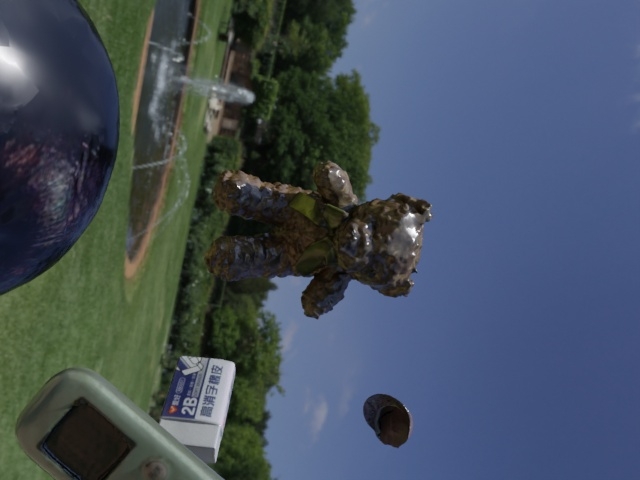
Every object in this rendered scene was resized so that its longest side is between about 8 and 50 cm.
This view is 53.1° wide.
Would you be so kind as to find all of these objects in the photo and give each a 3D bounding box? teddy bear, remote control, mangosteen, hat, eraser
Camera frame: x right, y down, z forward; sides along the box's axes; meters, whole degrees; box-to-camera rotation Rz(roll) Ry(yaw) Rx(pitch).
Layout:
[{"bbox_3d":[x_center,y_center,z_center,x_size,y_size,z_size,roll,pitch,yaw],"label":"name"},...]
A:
[{"bbox_3d":[-0.008,-0.001,0.983,0.222,0.295,0.247,-170,-94,-65],"label":"teddy bear"},{"bbox_3d":[-0.102,0.218,0.505,0.090,0.309,0.038,-47,-176,11],"label":"remote control"},{"bbox_3d":[-0.384,-0.142,0.581,0.435,0.381,0.382,57,-37,35],"label":"mangosteen"},{"bbox_3d":[0.088,0.209,0.775,0.042,0.058,0.087,-58,137,-52],"label":"hat"},{"bbox_3d":[-0.249,0.335,1.290,0.210,0.124,0.068,-84,-178,-52],"label":"eraser"}]
